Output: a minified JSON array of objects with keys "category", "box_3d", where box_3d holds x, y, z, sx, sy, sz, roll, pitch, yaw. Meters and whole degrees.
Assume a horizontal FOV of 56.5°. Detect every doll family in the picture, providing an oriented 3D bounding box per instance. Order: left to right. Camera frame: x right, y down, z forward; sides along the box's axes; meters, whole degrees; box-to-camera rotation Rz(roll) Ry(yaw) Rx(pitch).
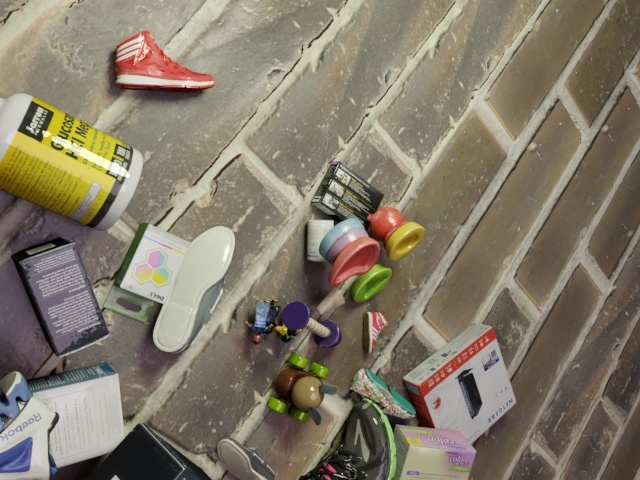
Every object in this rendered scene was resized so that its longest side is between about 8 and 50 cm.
[{"category":"doll family","box_3d":[-0.111,0.210,1.523,0.193,0.076,0.111,11,92,-27]}]

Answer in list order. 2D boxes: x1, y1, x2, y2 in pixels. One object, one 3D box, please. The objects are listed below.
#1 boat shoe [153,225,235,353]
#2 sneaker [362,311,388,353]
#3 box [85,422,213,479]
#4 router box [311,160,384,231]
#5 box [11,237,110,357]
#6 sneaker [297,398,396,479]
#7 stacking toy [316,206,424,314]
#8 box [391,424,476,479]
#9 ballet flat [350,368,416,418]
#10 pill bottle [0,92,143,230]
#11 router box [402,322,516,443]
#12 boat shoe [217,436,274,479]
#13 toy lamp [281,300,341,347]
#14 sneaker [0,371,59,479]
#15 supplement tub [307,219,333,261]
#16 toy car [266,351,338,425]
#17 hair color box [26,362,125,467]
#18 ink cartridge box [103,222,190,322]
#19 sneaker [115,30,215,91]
[{"category":"boat shoe","box_3d":[-0.289,0.117,1.407,0.116,0.099,0.319,19,73,13]},{"category":"sneaker","box_3d":[0.158,0.263,1.708,0.067,0.042,0.118,1,92,-29]},{"category":"box","box_3d":[-0.370,0.604,1.273,0.296,0.183,0.294,-48,141,-19]},{"category":"router box","box_3d":[0.077,-0.113,1.624,0.179,0.046,0.133,34,76,-30]},{"category":"box","box_3d":[-0.527,0.111,1.207,0.108,0.153,0.207,-24,107,-29]},{"category":"sneaker","box_3d":[0.051,0.660,1.594,0.202,0.185,0.482,28,78,-34]},{"category":"stacking toy","box_3d":[0.096,0.040,1.586,0.309,0.130,0.279,-13,142,-43]},{"category":"box","box_3d":[0.303,0.680,1.734,0.214,0.117,0.243,10,101,-16]},{"category":"ballet flat","box_3d":[0.176,0.453,1.726,0.077,0.091,0.241,-42,113,12]},{"category":"pill bottle","box_3d":[-0.536,-0.164,1.156,0.334,0.188,0.187,27,80,-31]},{"category":"router box","box_3d":[0.447,0.474,1.881,0.335,0.082,0.301,-31,109,-26]},{"category":"boat shoe","box_3d":[-0.187,0.565,1.523,0.206,0.075,0.065,53,25,-18]},{"category":"toy lamp","box_3d":[-0.010,0.222,1.516,0.080,0.080,0.275,-67,154,-10]},{"category":"sneaker","box_3d":[-0.592,0.419,1.083,0.182,0.127,0.315,45,70,-25]},{"category":"supplement tub","box_3d":[0.000,0.000,1.572,0.071,0.071,0.107,0,95,-32]},{"category":"toy car","box_3d":[-0.022,0.395,1.521,0.149,0.188,0.155,32,78,-30]},{"category":"hair color box","box_3d":[-0.591,0.378,1.216,0.347,0.105,0.173,-8,98,-31]},{"category":"ink cartridge box","box_3d":[-0.389,0.076,1.341,0.109,0.062,0.209,28,80,-31]},{"category":"sneaker","box_3d":[-0.341,-0.398,1.319,0.221,0.087,0.128,-6,99,-32]}]
